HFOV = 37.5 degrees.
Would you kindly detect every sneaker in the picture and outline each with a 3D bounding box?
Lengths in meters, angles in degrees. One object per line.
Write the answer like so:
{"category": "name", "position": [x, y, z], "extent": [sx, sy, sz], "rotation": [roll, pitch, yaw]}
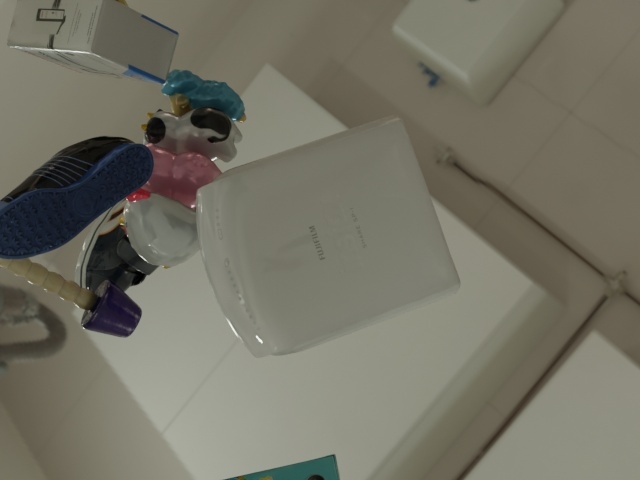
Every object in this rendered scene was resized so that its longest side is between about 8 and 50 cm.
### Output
{"category": "sneaker", "position": [-0.311, -0.055, 1.122], "extent": [0.090, 0.232, 0.081], "rotation": [18, 131, 43]}
{"category": "sneaker", "position": [-0.294, -0.020, 1.604], "extent": [0.127, 0.321, 0.126], "rotation": [27, 177, 34]}

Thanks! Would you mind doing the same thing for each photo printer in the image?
{"category": "photo printer", "position": [0.000, 0.000, 1.235], "extent": [0.107, 0.307, 0.256], "rotation": [157, 94, -80]}

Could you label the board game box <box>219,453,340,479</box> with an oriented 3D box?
{"category": "board game box", "position": [-0.112, 0.506, 1.515], "extent": [0.079, 0.335, 0.254], "rotation": [80, 177, -48]}

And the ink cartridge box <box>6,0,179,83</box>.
{"category": "ink cartridge box", "position": [-0.335, -0.296, 1.385], "extent": [0.203, 0.086, 0.148], "rotation": [12, 178, 38]}

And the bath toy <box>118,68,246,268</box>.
{"category": "bath toy", "position": [-0.217, -0.111, 1.385], "extent": [0.129, 0.151, 0.348], "rotation": [48, -147, -32]}

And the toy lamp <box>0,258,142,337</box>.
{"category": "toy lamp", "position": [-0.375, 0.053, 1.304], "extent": [0.274, 0.080, 0.080], "rotation": [31, -171, -23]}

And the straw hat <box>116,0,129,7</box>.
{"category": "straw hat", "position": [-0.384, -0.408, 1.630], "extent": [0.144, 0.144, 0.061], "rotation": [35, -135, -31]}
